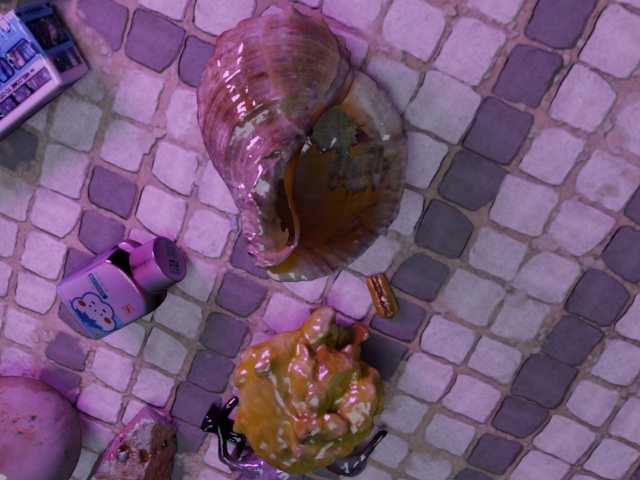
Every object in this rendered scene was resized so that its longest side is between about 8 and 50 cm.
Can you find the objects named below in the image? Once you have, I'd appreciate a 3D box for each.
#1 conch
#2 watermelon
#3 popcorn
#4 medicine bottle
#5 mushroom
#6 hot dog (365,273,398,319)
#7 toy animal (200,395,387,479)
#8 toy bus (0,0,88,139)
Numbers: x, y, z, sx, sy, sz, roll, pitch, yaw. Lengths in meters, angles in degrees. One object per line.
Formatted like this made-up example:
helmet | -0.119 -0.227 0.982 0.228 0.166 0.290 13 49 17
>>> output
conch | -0.034 -0.116 0.943 0.297 0.210 0.353 17 81 -27
watermelon | -0.336 0.401 1.312 0.154 0.094 0.241 22 114 -8
popcorn | -0.014 0.233 1.127 0.233 0.192 0.266 27 93 15
medicine bottle | -0.312 0.066 1.142 0.188 0.094 0.119 -27 106 21
mushroom | -0.557 0.369 1.284 0.243 0.243 0.244 4 114 9
hot dog | 0.096 0.090 1.114 0.037 0.021 0.083 -19 108 20
toy animal | -0.062 0.384 1.238 0.324 0.090 0.195 12 111 7
toy bus | -0.488 -0.218 1.047 0.297 0.106 0.131 -28 108 23
